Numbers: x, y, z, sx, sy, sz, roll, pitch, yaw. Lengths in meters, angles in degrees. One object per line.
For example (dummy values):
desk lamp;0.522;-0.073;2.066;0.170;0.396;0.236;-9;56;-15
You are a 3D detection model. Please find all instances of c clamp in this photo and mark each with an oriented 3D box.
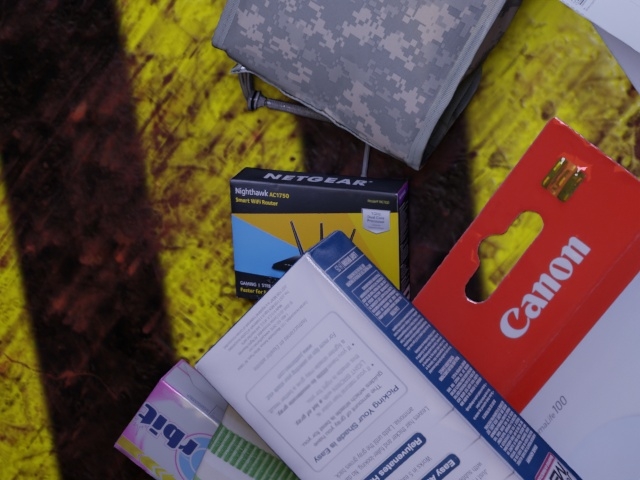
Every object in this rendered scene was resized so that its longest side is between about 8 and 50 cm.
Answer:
c clamp;-0.014;-0.146;1.551;0.160;0.022;0.137;19;113;12

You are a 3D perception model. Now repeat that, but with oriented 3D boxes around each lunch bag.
lunch bag;0.059;-0.236;1.415;0.235;0.169;0.287;32;110;6

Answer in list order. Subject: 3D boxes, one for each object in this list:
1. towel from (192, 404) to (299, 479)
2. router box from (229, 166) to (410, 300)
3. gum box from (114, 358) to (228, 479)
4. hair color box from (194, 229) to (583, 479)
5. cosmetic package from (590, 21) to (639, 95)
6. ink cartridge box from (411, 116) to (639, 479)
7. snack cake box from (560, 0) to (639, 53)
towel;0.008;0.234;1.599;0.248;0.038;0.325;28;112;10
router box;0.000;0.000;1.579;0.179;0.046;0.133;5;113;18
gum box;-0.115;0.233;1.691;0.188;0.062;0.107;38;115;4
hair color box;0.067;0.177;1.484;0.347;0.105;0.174;47;114;4
cosmetic package;0.422;-0.173;1.346;0.284;0.097;0.377;-32;95;23
ink cartridge box;0.279;0.118;1.489;0.385;0.091;0.308;39;116;8
snack cake box;0.312;-0.207;1.230;0.264;0.089;0.152;31;115;-14
